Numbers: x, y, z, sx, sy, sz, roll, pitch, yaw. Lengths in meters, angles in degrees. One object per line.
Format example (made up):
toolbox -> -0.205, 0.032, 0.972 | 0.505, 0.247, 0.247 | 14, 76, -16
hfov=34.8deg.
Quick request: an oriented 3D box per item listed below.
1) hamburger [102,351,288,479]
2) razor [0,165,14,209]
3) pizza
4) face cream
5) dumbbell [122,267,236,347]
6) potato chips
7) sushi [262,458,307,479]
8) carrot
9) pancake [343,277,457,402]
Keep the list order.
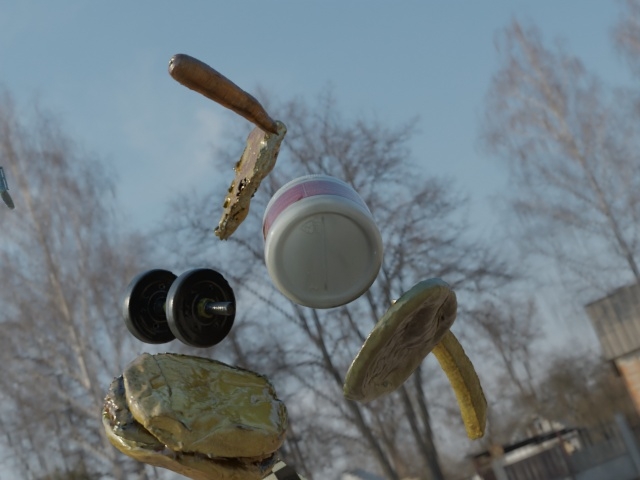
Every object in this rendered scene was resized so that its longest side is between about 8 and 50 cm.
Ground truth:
hamburger -> -0.197, 0.279, 1.595 | 0.259, 0.283, 0.145 | -94, 27, -70
razor -> -0.701, -0.105, 2.267 | 0.040, 0.068, 0.135 | -17, -23, -8
pizza -> -0.155, -0.138, 2.272 | 0.071, 0.297, 0.189 | 30, -18, -17
face cream -> 0.000, 0.000, 1.781 | 0.201, 0.201, 0.187 | -21, 17, 1
dumbbell -> -0.259, 0.122, 1.867 | 0.143, 0.143, 0.325 | -6, 2, -42
potato chips -> 0.274, 0.261, 2.182 | 0.080, 0.407, 0.057 | -44, 28, -25
sushi -> -0.134, 0.574, 2.082 | 0.050, 0.264, 0.290 | -23, -37, -61
carrot -> -0.174, -0.269, 1.888 | 0.247, 0.059, 0.059 | 31, -41, -20
pancake -> 0.148, 0.186, 1.836 | 0.294, 0.049, 0.294 | -39, -24, -22
